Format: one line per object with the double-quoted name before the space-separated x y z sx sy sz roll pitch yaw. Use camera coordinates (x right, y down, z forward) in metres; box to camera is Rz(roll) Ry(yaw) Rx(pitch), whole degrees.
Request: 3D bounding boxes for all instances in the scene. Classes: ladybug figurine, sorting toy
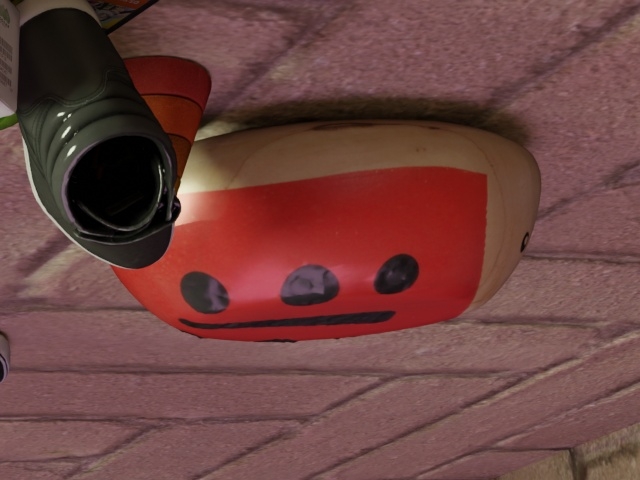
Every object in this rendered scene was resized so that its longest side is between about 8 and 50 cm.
"ladybug figurine" 0.000 0.000 1.617 0.449 0.162 0.305 -4 161 -14
"sorting toy" -0.253 -0.071 1.350 0.366 0.126 0.127 0 160 -26

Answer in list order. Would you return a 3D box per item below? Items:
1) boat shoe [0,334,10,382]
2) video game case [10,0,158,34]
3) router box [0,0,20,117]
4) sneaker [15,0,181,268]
"boat shoe" -0.430 0.146 1.949 0.113 0.105 0.306 -9 162 2
"video game case" -0.228 -0.192 1.142 0.275 0.035 0.248 8 155 -43
"router box" -0.391 -0.152 1.019 0.301 0.082 0.335 -10 155 16
"sneaker" -0.152 -0.031 1.241 0.105 0.147 0.295 -23 145 -7
